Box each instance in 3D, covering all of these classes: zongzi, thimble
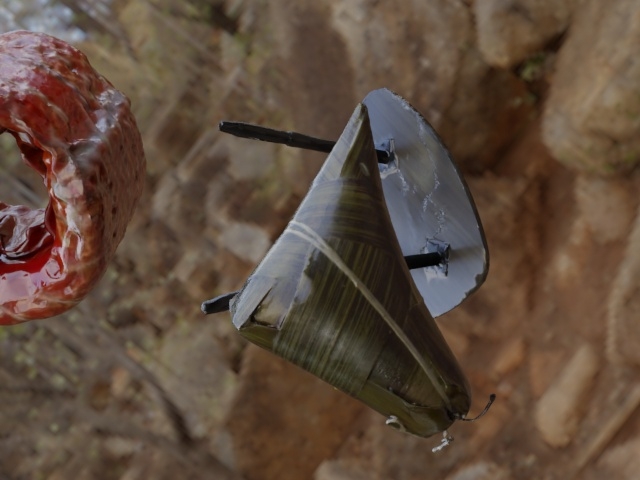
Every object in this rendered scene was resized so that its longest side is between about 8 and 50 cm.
[{"bbox_3d":[0.075,0.036,1.491,0.241,0.247,0.111,-59,4,-4],"label":"zongzi"},{"bbox_3d":[-0.399,-0.075,2.102,0.350,0.350,0.230,-56,6,32],"label":"thimble"}]

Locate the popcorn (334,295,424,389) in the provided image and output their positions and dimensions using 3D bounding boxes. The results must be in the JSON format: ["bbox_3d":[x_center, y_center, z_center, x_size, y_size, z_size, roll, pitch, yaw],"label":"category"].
[{"bbox_3d":[0.069,0.118,1.931,0.126,0.126,0.145,-71,-15,-55],"label":"popcorn"}]

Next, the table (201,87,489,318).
[{"bbox_3d":[0.000,0.000,2.062,0.249,0.317,0.317,-6,-37,-37],"label":"table"}]
